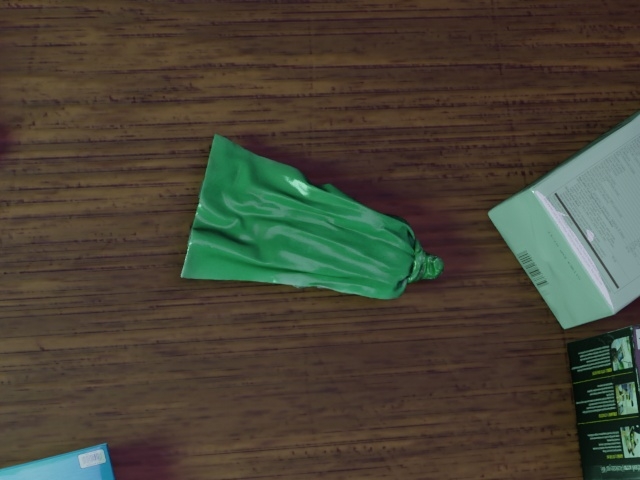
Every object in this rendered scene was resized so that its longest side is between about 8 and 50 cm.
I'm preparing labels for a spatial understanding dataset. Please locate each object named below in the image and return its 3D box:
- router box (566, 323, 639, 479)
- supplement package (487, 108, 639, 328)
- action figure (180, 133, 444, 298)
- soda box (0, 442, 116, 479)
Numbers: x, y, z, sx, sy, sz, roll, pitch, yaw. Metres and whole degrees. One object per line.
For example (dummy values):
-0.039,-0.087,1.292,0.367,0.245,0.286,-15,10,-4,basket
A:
0.273,0.146,1.634,0.046,0.179,0.133,-5,83,-11,router box
0.304,-0.044,1.693,0.244,0.134,0.139,-33,90,-15,supplement package
0.000,0.000,1.654,0.232,0.063,0.137,15,77,-6,action figure
-0.277,0.229,1.551,0.210,0.071,0.067,-12,84,-14,soda box
